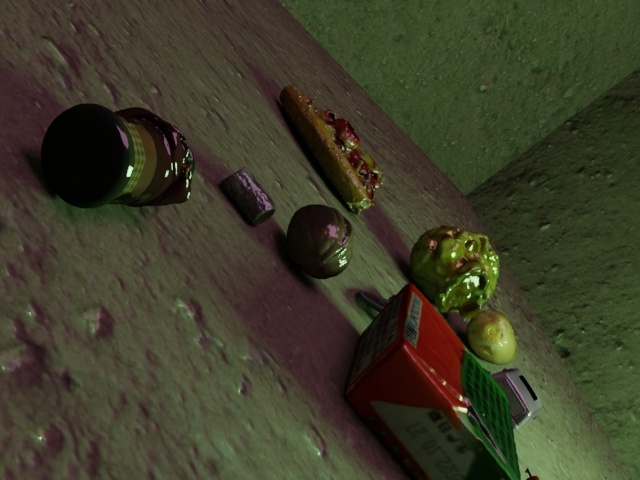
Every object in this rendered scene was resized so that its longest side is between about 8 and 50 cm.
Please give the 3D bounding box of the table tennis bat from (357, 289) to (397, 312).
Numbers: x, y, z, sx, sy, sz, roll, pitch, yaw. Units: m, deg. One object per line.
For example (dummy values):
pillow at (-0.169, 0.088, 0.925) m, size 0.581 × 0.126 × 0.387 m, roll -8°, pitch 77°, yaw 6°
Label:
table tennis bat at (0.158, 0.151, 1.910) m, size 0.153 × 0.040 × 0.244 m, roll 29°, pitch 7°, yaw 10°

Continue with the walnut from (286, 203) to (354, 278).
walnut at (-0.001, 0.000, 1.670) m, size 0.140 × 0.140 × 0.162 m, roll 45°, pitch 27°, yaw -24°

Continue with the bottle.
bottle at (-0.256, -0.112, 1.188) m, size 0.156 × 0.143 × 0.271 m, roll 55°, pitch 15°, yaw 8°

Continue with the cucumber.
cucumber at (-0.136, -0.083, 1.609) m, size 0.112 × 0.064 × 0.064 m, roll 55°, pitch 16°, yaw 1°

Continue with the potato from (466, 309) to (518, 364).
potato at (0.496, 0.277, 2.444) m, size 0.234 × 0.146 × 0.150 m, roll 48°, pitch 56°, yaw -63°

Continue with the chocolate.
chocolate at (0.211, 0.293, 1.583) m, size 0.341 × 0.161 × 0.360 m, roll 50°, pitch 16°, yaw -6°

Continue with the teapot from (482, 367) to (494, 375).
teapot at (0.447, 0.373, 2.267) m, size 0.068 × 0.045 × 0.100 m, roll 50°, pitch 15°, yaw -3°

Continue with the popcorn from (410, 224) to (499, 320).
popcorn at (0.377, 0.086, 2.382) m, size 0.258 × 0.224 × 0.270 m, roll -21°, pitch 82°, yaw -56°

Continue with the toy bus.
toy bus at (0.437, 0.389, 2.032) m, size 0.142 × 0.142 × 0.202 m, roll 57°, pitch 17°, yaw 17°

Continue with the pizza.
pizza at (0.081, -0.250, 2.436) m, size 0.440 × 0.130 × 0.406 m, roll 59°, pitch 19°, yaw 20°

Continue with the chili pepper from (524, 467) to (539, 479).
chili pepper at (0.484, 0.596, 1.907) m, size 0.050 × 0.059 × 0.268 m, roll 12°, pitch 26°, yaw -2°
